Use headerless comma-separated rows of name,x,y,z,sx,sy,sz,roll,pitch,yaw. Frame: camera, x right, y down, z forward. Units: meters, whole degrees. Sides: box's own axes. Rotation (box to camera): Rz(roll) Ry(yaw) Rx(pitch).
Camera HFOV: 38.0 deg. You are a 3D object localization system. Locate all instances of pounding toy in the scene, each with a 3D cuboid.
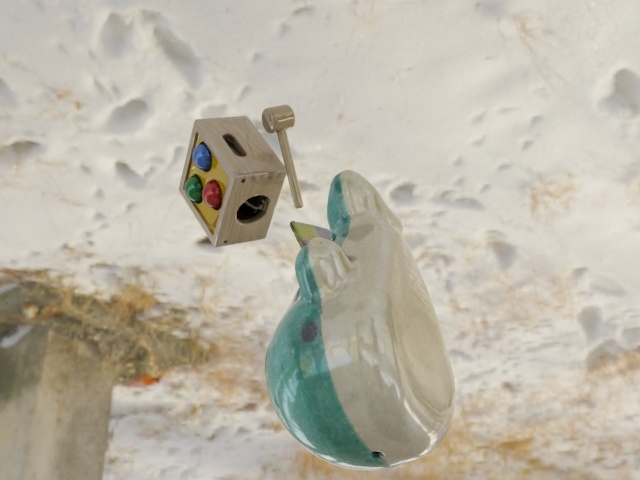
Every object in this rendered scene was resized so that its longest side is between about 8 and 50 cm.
pounding toy,-0.104,-0.093,1.234,0.094,0.181,0.206,-10,138,-32

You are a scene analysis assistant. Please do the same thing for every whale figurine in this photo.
whale figurine,0.025,0.070,0.820,0.141,0.272,0.216,-22,139,22

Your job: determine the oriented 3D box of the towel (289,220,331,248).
towel,0.000,0.000,1.240,0.083,0.060,0.009,12,122,-35
